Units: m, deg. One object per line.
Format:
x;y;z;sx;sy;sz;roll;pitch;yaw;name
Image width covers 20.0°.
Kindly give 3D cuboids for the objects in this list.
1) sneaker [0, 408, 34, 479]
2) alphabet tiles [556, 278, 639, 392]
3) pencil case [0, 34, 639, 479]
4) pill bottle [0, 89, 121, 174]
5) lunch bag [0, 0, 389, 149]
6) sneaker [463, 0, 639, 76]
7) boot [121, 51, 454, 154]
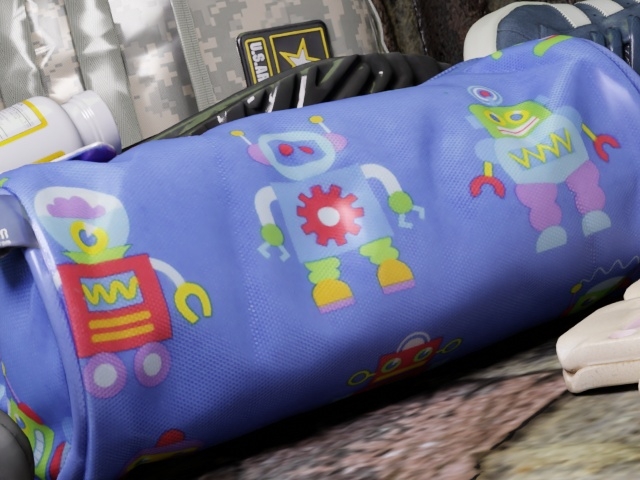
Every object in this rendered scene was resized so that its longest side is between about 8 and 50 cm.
-0.182;0.070;0.669;0.234;0.078;0.106;-11;25;37;sneaker
0.232;0.009;0.620;0.284;0.021;0.278;-10;8;31;alphabet tiles
0.000;0.000;0.726;0.306;0.133;0.119;-17;-20;-28;pencil case
-0.123;-0.030;0.727;0.083;0.043;0.043;-26;11;-22;pill bottle
-0.089;-0.091;1.194;0.287;0.235;0.169;-14;1;8;lunch bag
0.221;-0.122;1.245;0.148;0.131;0.350;-15;5;31;sneaker
-0.101;0.003;0.898;0.348;0.131;0.260;-19;8;-30;boot
